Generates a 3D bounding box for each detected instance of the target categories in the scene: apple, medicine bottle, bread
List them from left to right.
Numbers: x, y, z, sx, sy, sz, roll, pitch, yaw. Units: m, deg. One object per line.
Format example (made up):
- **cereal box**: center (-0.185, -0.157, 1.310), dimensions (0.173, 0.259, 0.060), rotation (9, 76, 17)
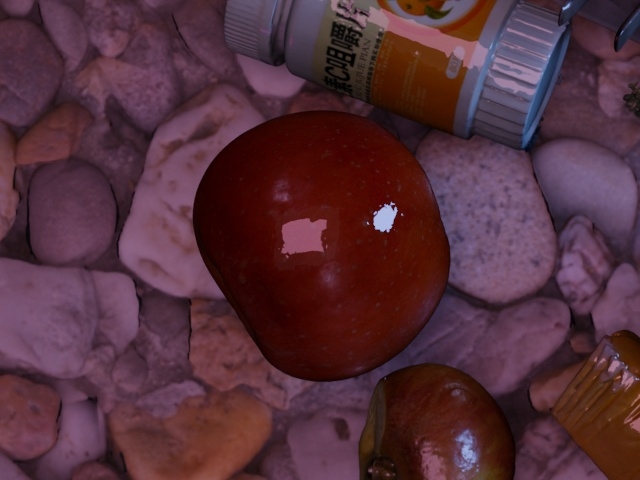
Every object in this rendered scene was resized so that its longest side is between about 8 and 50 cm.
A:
- **apple**: center (0.000, 0.000, 1.731), dimensions (0.216, 0.260, 0.260), rotation (-30, 81, -10)
- **medicine bottle**: center (0.079, -0.206, 1.771), dimensions (0.318, 0.158, 0.158), rotation (21, 90, 11)
- **apple**: center (0.106, 0.216, 1.732), dimensions (0.160, 0.173, 0.195), rotation (4, 91, 13)
- **bread**: center (0.345, 0.219, 1.699), dimensions (0.119, 0.152, 0.288), rotation (-44, 79, 11)

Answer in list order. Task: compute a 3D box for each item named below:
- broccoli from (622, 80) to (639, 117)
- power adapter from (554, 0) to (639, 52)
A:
- **broccoli**: center (0.358, -0.197, 1.754), dimensions (0.118, 0.122, 0.204), rotation (8, 67, -19)
- **power adapter**: center (0.314, -0.271, 1.686), dimensions (0.187, 0.124, 0.255), rotation (28, 59, 21)
